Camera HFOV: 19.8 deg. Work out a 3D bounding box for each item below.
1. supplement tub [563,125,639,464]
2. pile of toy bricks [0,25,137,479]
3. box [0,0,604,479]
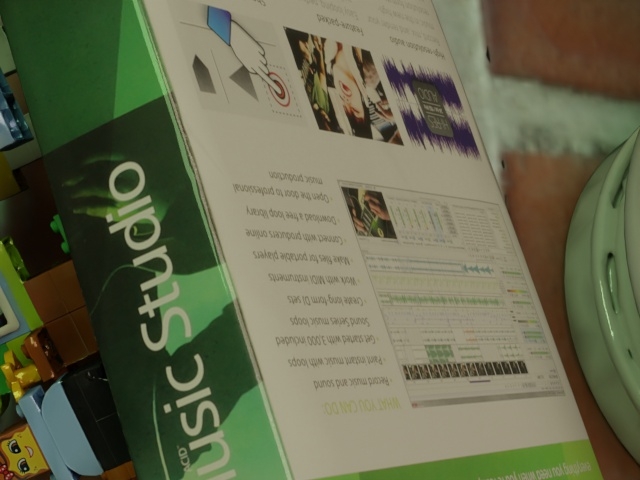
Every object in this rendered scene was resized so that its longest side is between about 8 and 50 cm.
[{"bbox_3d":[0.263,-0.017,0.686,0.235,0.325,0.235,11,65,-25],"label":"supplement tub"},{"bbox_3d":[-0.116,0.040,0.606,0.105,0.118,0.212,-25,94,5],"label":"pile of toy bricks"},{"bbox_3d":[0.000,0.000,0.636,0.232,0.058,0.322,6,62,-60],"label":"box"}]
